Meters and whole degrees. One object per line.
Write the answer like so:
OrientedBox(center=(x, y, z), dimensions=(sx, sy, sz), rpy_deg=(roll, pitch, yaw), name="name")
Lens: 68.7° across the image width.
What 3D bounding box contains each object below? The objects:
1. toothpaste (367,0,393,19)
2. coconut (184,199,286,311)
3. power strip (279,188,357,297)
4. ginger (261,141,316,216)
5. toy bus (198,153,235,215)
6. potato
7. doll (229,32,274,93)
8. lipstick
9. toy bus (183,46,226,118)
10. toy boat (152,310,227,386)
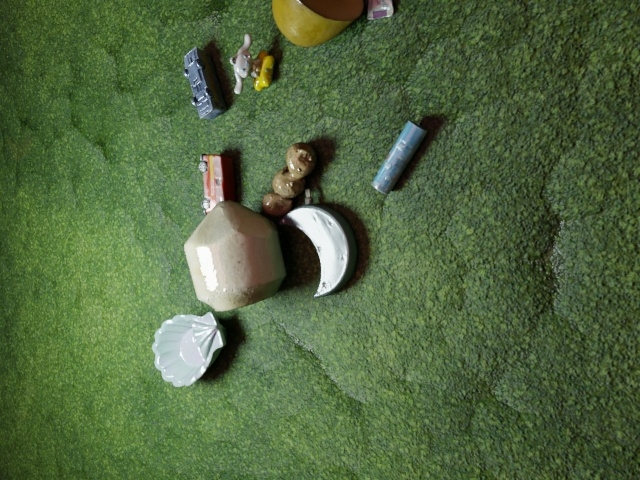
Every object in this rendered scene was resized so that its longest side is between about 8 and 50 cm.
OrientedBox(center=(0.128, -0.588, 0.998), dimensions=(0.061, 0.037, 0.217), rpy_deg=(5, 101, 32), name="toothpaste")
OrientedBox(center=(-0.213, 0.033, 1.157), dimensions=(0.237, 0.237, 0.266), rpy_deg=(-13, 86, 33), name="coconut")
OrientedBox(center=(0.000, 0.000, 1.124), dimensions=(0.167, 0.054, 0.254), rpy_deg=(-30, 79, 28), name="power strip")
OrientedBox(center=(-0.076, -0.144, 1.144), dimensions=(0.204, 0.080, 0.104), rpy_deg=(-61, 26, 21), name="ginger")
OrientedBox(center=(-0.276, -0.149, 1.275), dimensions=(0.077, 0.079, 0.175), rpy_deg=(-1, 94, 23), name="toy bus")
OrientedBox(center=(-0.032, -0.513, 1.036), dimensions=(0.158, 0.203, 0.178), rpy_deg=(-33, 49, 53), name="potato")
OrientedBox(center=(-0.173, -0.439, 1.160), dimensions=(0.071, 0.113, 0.136), rpy_deg=(24, 129, 49), name="doll")
OrientedBox(center=(0.167, -0.176, 1.003), dimensions=(0.048, 0.048, 0.158), rpy_deg=(40, 114, 23), name="lipstick")
OrientedBox(center=(-0.316, -0.424, 1.273), dimensions=(0.064, 0.075, 0.191), rpy_deg=(-23, 81, 30), name="toy bus")
OrientedBox(center=(-0.367, 0.304, 1.359), dimensions=(0.290, 0.100, 0.200), rpy_deg=(-32, 78, 32), name="toy boat")
